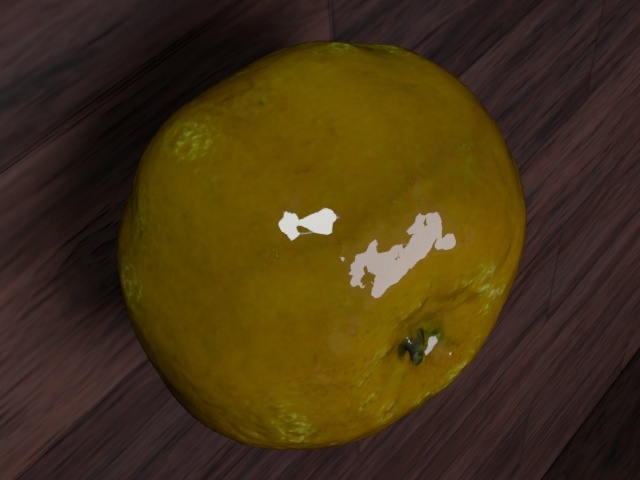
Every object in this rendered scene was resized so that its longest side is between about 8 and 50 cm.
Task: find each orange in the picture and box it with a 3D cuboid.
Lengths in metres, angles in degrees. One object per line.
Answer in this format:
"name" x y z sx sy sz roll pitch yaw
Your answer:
"orange" 0.000 0.000 0.666 0.279 0.235 0.279 -28 143 -24
